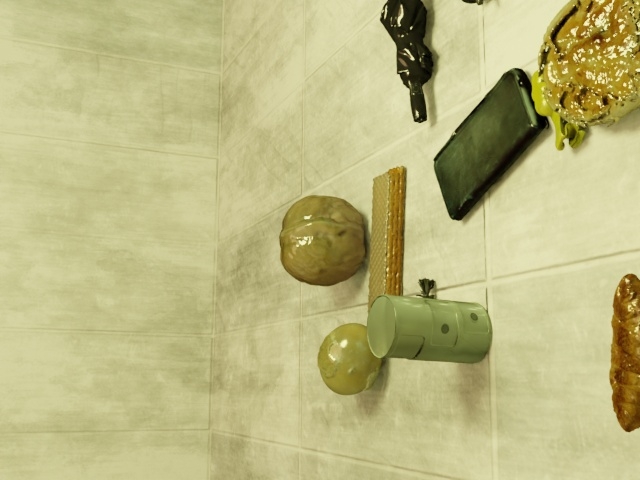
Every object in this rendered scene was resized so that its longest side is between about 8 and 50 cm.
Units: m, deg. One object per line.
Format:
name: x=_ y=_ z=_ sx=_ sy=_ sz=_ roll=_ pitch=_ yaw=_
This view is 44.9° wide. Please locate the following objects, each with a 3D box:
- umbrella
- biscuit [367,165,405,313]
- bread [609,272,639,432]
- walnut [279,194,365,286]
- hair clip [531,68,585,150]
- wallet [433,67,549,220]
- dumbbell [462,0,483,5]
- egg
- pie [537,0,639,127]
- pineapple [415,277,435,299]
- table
umbrella: x=0.213 y=-0.436 z=1.827 sx=0.118 sy=0.118 sz=0.340 roll=145 pitch=124 yaw=-61
biscuit: x=0.164 y=0.005 z=1.909 sx=0.094 sy=0.054 sz=0.379 roll=172 pitch=102 yaw=-66
bread: x=0.473 y=0.164 z=1.130 sx=0.105 sy=0.075 sz=0.233 roll=-173 pitch=81 yaw=-79
walnut: x=0.001 y=0.000 z=2.080 sx=0.248 sy=0.248 sz=0.249 roll=-175 pitch=90 yaw=-67
hair clip: x=0.413 y=-0.236 z=1.380 sx=0.072 sy=0.046 sz=0.173 roll=89 pitch=170 yaw=-58
wallet: x=0.333 y=-0.191 z=1.567 sx=0.318 sy=0.045 sz=0.173 roll=125 pitch=140 yaw=-49
dumbbell: x=0.311 y=-0.575 z=1.626 sx=0.099 sy=0.099 sz=0.209 roll=130 pitch=138 yaw=-53
egg: x=0.071 y=0.297 z=1.933 sx=0.164 sy=0.164 sz=0.202 roll=-113 pitch=31 yaw=-48
pie: x=0.460 y=-0.315 z=1.248 sx=0.274 sy=0.055 sz=0.274 roll=-23 pitch=63 yaw=55
pineapple: x=0.239 y=0.139 z=1.719 sx=0.058 sy=0.058 sz=0.125 roll=154 pitch=125 yaw=-64
table: x=0.216 y=0.177 z=1.545 sx=0.126 sy=0.219 sz=0.127 roll=-173 pitch=90 yaw=-68
